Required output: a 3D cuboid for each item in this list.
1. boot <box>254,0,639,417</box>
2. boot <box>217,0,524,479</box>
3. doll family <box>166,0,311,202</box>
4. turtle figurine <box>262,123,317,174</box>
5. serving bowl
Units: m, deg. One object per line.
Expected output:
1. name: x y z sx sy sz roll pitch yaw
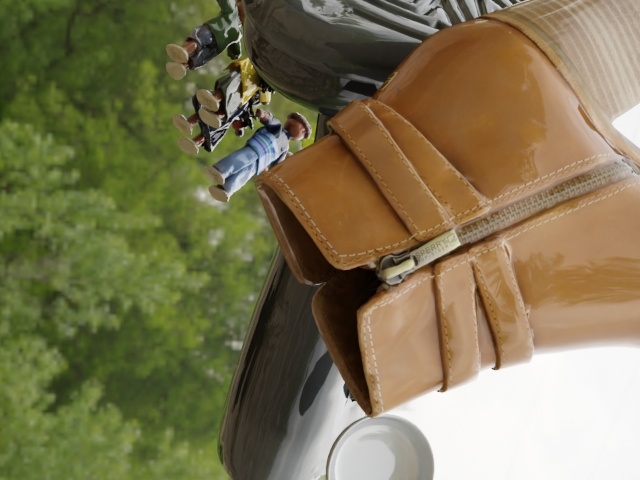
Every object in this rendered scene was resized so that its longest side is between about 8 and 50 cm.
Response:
1. boot: 0.117 0.028 0.572 0.283 0.220 0.109 61 -20 -10
2. boot: 0.001 -0.001 0.833 0.367 0.146 0.445 -38 155 -58
3. doll family: -0.063 -0.121 0.999 0.076 0.111 0.193 33 -34 21
4. turtle figurine: 0.011 -0.065 1.751 0.269 0.087 0.217 58 -25 18
5. serving bowl: 0.041 0.166 0.863 0.027 0.083 0.083 -175 -91 -72
